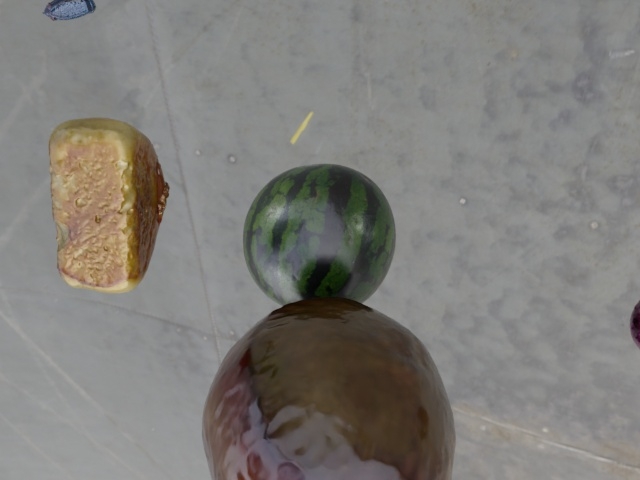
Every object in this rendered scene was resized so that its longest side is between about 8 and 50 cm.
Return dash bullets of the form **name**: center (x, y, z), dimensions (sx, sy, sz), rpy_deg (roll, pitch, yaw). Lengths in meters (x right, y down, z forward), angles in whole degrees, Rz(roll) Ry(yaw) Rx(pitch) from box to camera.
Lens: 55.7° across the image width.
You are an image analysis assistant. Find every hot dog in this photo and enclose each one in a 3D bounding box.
- **hot dog**: center (-0.308, -0.061, 0.888), dimensions (0.150, 0.153, 0.257), rpy_deg (5, 113, -2)

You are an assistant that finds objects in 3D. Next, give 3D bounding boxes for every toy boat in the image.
- **toy boat**: center (-0.398, -0.368, 0.957), dimensions (0.083, 0.038, 0.038), rpy_deg (-14, 121, -5)

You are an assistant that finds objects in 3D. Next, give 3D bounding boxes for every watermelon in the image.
- **watermelon**: center (0.000, 0.000, 1.116), dimensions (0.285, 0.285, 0.285), rpy_deg (16, 129, 20)

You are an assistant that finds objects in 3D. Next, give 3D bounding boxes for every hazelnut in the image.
- **hazelnut**: center (-0.001, 0.286, 0.864), dimensions (0.352, 0.421, 0.420), rpy_deg (22, 144, -36)

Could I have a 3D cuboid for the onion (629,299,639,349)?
- **onion**: center (0.460, 0.107, 0.775), dimensions (0.104, 0.115, 0.115), rpy_deg (6, 138, -24)
